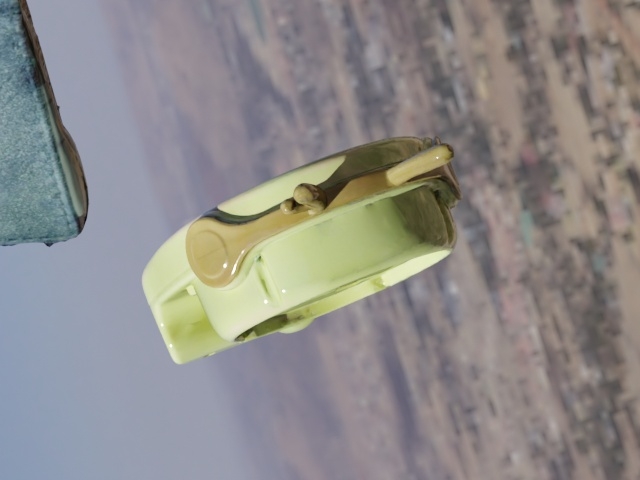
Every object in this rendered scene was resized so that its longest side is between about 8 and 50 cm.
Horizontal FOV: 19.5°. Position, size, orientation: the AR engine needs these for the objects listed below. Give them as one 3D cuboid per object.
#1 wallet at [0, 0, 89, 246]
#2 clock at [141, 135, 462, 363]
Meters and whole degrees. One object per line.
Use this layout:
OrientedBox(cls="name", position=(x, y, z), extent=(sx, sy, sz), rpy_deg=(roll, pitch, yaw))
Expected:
OrientedBox(cls="wallet", position=(-0.317, -0.051, 0.946), extent=(0.191, 0.379, 0.046), rpy_deg=(82, -177, -52))
OrientedBox(cls="clock", position=(0.000, 0.000, 1.422), extent=(0.096, 0.235, 0.308), rpy_deg=(68, 160, 8))
